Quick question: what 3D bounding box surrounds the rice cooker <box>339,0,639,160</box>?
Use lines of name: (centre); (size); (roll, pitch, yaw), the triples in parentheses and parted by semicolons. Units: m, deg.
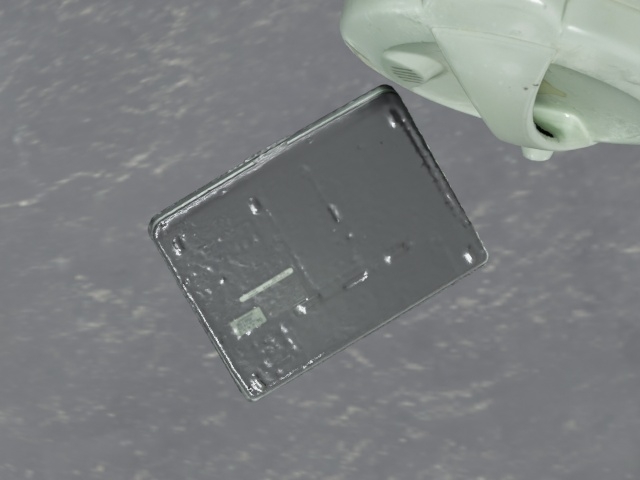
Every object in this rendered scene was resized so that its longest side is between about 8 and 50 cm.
rice cooker: (0.165, -0.203, 1.215); (0.288, 0.288, 0.277); (20, 79, -23)

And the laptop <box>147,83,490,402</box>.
laptop: (0.000, 0.000, 1.268); (0.207, 0.026, 0.154); (-30, 96, -7)
